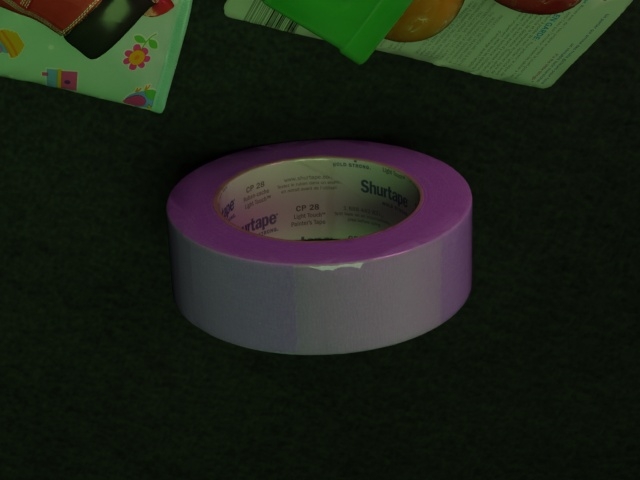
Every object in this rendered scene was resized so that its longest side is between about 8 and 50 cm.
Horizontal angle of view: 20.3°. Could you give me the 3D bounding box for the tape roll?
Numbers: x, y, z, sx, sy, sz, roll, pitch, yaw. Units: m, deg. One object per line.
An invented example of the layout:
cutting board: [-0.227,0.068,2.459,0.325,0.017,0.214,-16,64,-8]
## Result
tape roll: [0.000,0.000,1.612,0.274,0.275,0.090,-6,115,-9]

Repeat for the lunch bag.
lunch bag: [-0.208,-0.268,1.513,0.223,0.160,0.262,10,118,-15]

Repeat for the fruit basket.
fruit basket: [0.134,-0.269,1.556,0.353,0.165,0.327,5,147,-26]

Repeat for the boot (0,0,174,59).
boot: [-0.165,-0.273,1.402,0.176,0.088,0.244,28,99,-22]
